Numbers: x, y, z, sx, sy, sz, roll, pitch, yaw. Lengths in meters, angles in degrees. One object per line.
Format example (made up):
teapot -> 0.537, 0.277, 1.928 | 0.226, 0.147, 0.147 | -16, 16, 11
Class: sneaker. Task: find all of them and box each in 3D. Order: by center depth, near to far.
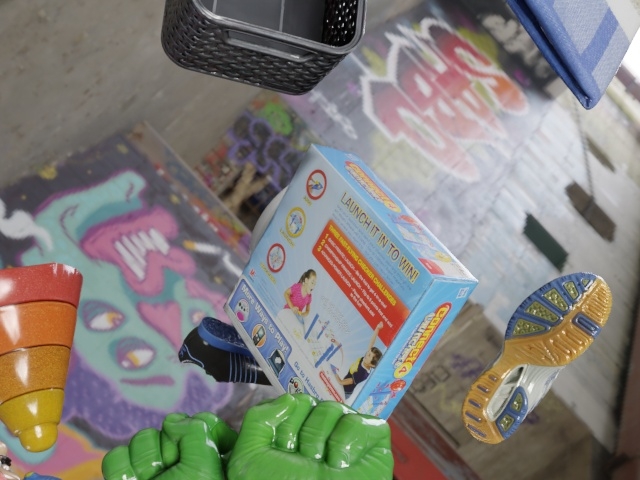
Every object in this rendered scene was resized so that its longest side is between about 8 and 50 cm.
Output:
sneaker -> 0.317, 0.165, 1.330 | 0.296, 0.112, 0.131 | -52, 163, 12
sneaker -> -0.143, 0.217, 1.589 | 0.090, 0.232, 0.081 | -48, -151, 19

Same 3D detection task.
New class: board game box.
board game box -> 0.023, 0.077, 1.218 | 0.086, 0.308, 0.302 | 8, 122, -41

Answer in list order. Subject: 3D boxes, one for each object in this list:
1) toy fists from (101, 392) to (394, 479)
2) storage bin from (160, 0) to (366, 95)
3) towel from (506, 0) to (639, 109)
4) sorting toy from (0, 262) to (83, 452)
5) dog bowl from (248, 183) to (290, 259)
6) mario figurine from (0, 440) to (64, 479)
toy fists -> -0.072, 0.208, 0.780 | 0.279, 0.096, 0.142 | -14, -135, 20
storage bin -> -0.036, -0.208, 0.632 | 0.084, 0.122, 0.180 | 154, -56, -65
towel -> 0.180, -0.257, 0.601 | 0.034, 0.209, 0.285 | -5, -133, 51
sorting toy -> -0.287, 0.152, 0.737 | 0.127, 0.126, 0.365 | -5, 155, -41
dog bowl -> 0.000, 0.000, 1.702 | 0.265, 0.104, 0.264 | -28, 142, -24
mario figurine -> -0.388, 0.329, 1.205 | 0.170, 0.321, 0.198 | -73, 173, -69
